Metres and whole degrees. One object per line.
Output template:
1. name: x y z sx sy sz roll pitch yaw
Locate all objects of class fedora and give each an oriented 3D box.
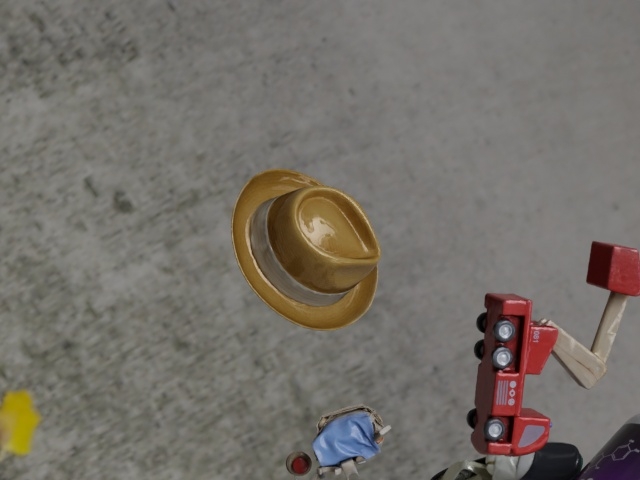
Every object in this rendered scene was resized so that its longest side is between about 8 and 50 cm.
1. fedora: 0.000 0.000 1.572 0.194 0.079 0.194 16 61 -33

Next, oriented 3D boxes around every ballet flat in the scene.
1. ballet flat: 0.191 0.256 1.616 0.074 0.203 0.074 19 58 -34

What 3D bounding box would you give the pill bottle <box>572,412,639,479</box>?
1. pill bottle: 0.326 0.300 1.503 0.323 0.181 0.181 -43 103 -17

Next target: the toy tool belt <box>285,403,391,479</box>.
1. toy tool belt: 0.014 0.161 1.153 0.083 0.051 0.052 -26 93 -8

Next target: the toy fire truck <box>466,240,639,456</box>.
1. toy fire truck: 0.205 0.095 1.302 0.135 0.047 0.192 4 95 -16
